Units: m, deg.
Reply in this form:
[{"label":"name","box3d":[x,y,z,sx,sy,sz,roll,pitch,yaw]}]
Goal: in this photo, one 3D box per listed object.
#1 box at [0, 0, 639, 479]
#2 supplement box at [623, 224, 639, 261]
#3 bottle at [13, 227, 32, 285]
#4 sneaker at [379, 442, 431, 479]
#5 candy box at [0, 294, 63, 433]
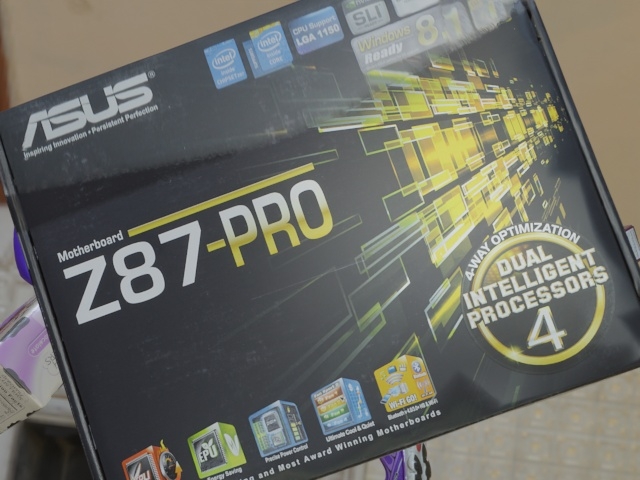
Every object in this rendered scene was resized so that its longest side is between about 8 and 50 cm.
[{"label":"box","box3d":[0.000,0.000,0.846,0.097,0.394,0.318,57,14,-80]},{"label":"supplement box","box3d":[0.313,0.017,1.340,0.083,0.055,0.043,-23,98,-42]},{"label":"bottle","box3d":[-0.199,0.009,1.235,0.092,0.282,0.118,-6,101,-51]},{"label":"sneaker","box3d":[0.091,0.232,1.443,0.068,0.071,0.170,45,41,-51]},{"label":"candy box","box3d":[-0.272,0.104,1.122,0.196,0.070,0.165,-32,-166,47]}]
